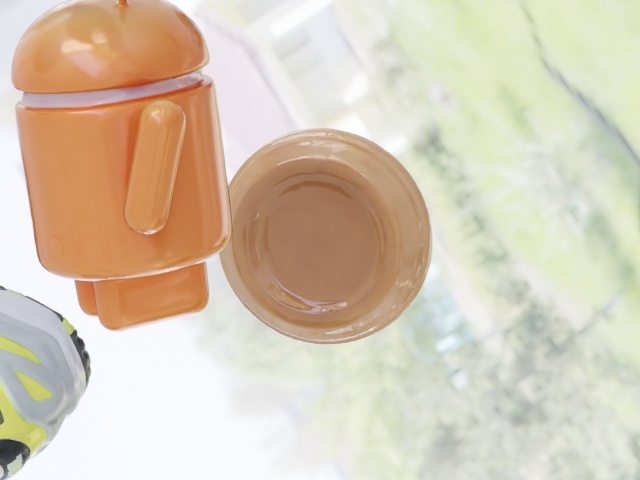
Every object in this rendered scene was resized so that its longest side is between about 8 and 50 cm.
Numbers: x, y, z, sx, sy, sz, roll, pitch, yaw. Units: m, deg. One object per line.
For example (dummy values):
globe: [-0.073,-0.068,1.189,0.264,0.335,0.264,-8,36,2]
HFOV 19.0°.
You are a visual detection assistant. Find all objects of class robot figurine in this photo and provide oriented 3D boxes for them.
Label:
robot figurine: [-0.121,-0.058,1.182,0.158,0.128,0.219,-45,-50,-69]

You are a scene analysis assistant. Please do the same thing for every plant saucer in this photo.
plant saucer: [0.000,0.000,1.719,0.200,0.200,0.037,57,-162,-3]

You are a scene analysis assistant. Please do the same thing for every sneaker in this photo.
sneaker: [-0.389,0.079,1.596,0.147,0.384,0.145,-67,-7,-47]
